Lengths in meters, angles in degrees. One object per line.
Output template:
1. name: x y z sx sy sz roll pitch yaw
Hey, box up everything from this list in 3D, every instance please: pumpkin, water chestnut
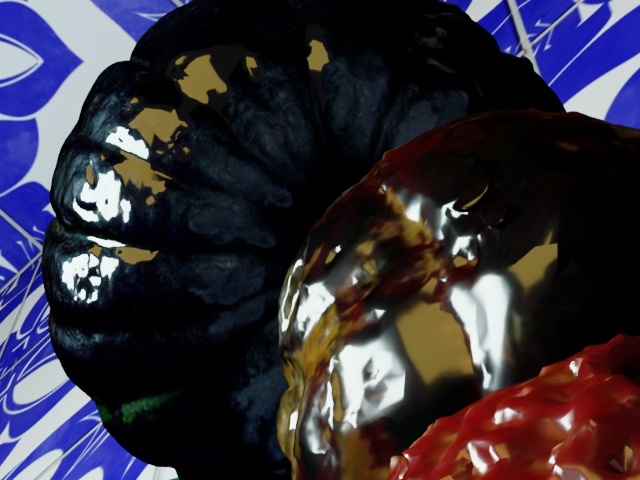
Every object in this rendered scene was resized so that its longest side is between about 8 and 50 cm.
1. pumpkin: 0.000 0.000 1.013 0.363 0.363 0.266 -47 10 0
2. water chestnut: 0.115 0.068 0.779 0.289 0.244 0.289 -31 41 32

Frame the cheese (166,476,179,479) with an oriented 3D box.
1. cheese: -0.156 0.273 1.276 0.244 0.062 0.155 -42 19 16

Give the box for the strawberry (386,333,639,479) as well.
1. strawberry: 0.110 0.177 0.536 0.257 0.261 0.261 -30 22 23
